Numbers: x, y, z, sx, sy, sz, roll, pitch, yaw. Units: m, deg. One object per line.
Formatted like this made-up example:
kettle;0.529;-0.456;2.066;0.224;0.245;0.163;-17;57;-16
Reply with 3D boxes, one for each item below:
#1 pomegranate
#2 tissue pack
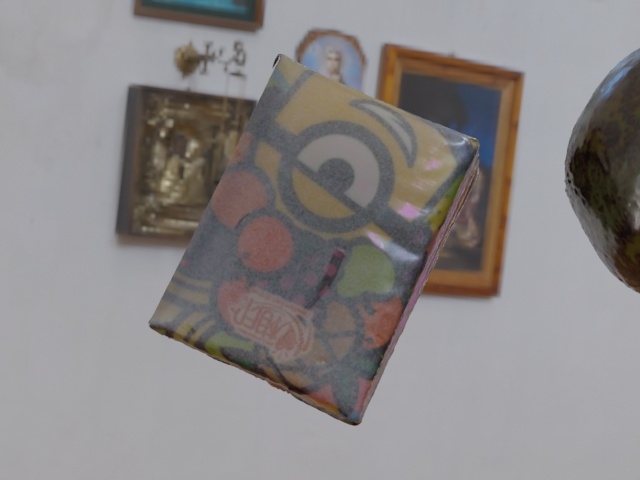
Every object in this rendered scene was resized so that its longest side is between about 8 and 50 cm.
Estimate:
pomegranate;0.178;-0.035;0.497;0.138;0.126;0.163;-8;12;2
tissue pack;0.000;0.000;0.528;0.108;0.148;0.060;24;-11;9
